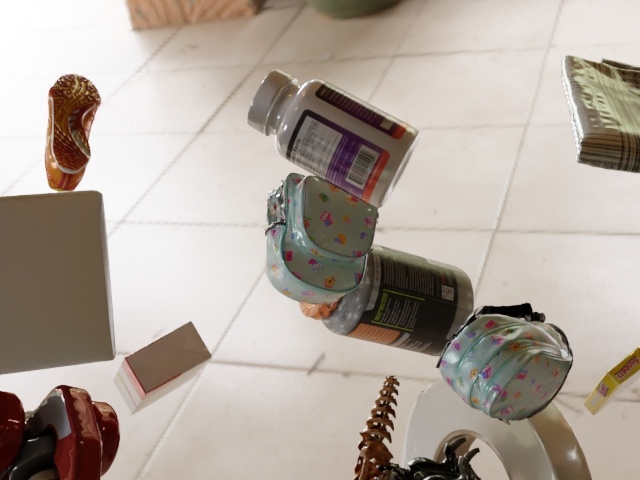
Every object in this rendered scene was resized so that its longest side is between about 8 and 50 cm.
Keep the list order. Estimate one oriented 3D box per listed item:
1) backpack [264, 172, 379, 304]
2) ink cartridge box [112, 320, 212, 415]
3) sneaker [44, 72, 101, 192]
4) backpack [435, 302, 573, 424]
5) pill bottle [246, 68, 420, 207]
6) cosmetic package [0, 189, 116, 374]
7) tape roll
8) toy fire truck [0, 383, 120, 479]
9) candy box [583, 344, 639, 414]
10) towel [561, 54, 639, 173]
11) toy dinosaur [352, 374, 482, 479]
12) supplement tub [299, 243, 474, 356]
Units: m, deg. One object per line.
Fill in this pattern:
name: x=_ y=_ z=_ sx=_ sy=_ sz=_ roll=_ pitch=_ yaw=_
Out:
backpack: x=0.000 y=0.000 z=1.380 sx=0.166 sy=0.188 sz=0.144 roll=16 pitch=-19 yaw=-24
ink cartridge box: x=-0.248 y=0.200 z=1.363 sx=0.115 sy=0.067 sz=0.198 roll=-28 pitch=-9 yaw=-27
sneaker: x=-0.299 y=-0.130 z=1.051 sx=0.064 sy=0.067 sz=0.175 roll=19 pitch=46 yaw=-22
backpack: x=0.232 y=0.154 z=1.107 sx=0.115 sy=0.182 sz=0.151 roll=34 pitch=99 yaw=40
pill bottle: x=0.013 y=-0.129 z=1.081 sx=0.194 sy=0.108 sz=0.108 roll=29 pitch=44 yaw=7
cosmetic package: x=-0.350 y=0.041 z=0.973 sx=0.230 sy=0.161 sz=0.453 roll=-5 pitch=1 yaw=-14
tape roll: x=0.262 y=0.394 z=1.394 sx=0.072 sy=0.391 sz=0.392 roll=-2 pitch=25 yaw=-30
toy fire truck: x=-0.347 y=0.329 z=1.058 sx=0.302 sy=0.169 sz=0.253 roll=-45 pitch=50 yaw=23
candy box: x=0.413 y=0.177 z=1.200 sx=0.105 sy=0.206 sz=0.027 roll=-35 pitch=68 yaw=-6
towel: x=0.489 y=-0.171 z=1.216 sx=0.312 sy=0.056 sz=0.324 roll=8 pitch=33 yaw=4
toy dinosaur: x=0.119 y=0.366 z=1.268 sx=0.219 sy=0.321 sz=0.164 roll=-5 pitch=24 yaw=-6
supplement tub: x=0.129 y=0.111 z=1.780 sx=0.316 sy=0.193 sz=0.193 roll=16 pitch=25 yaw=-23
